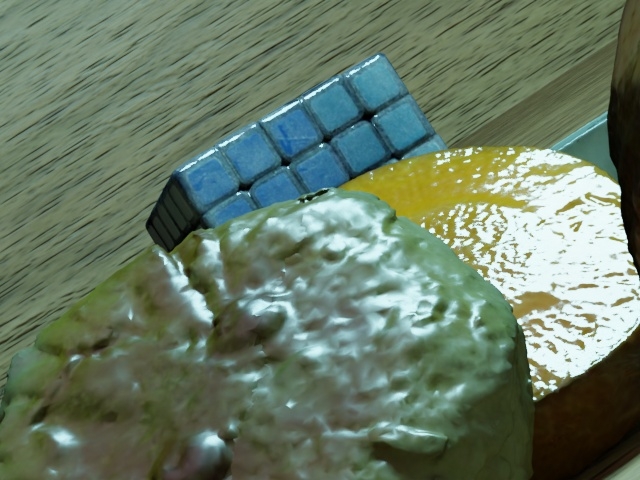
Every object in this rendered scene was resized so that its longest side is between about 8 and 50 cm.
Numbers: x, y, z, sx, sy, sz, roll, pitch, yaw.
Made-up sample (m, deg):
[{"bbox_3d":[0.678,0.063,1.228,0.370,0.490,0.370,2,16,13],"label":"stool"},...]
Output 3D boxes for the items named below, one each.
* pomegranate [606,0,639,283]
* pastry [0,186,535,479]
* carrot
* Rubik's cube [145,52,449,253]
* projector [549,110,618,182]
[{"bbox_3d":[0.259,-0.053,0.703,0.322,0.322,0.322,-32,5,3],"label":"pomegranate"},{"bbox_3d":[-0.032,0.121,1.043,0.330,0.136,0.329,-15,45,15],"label":"pastry"},{"bbox_3d":[0.088,0.056,1.216,0.307,0.100,0.258,7,53,43],"label":"carrot"},{"bbox_3d":[0.000,0.000,1.828,0.237,0.237,0.238,-34,-2,-16],"label":"Rubik's cube"},{"bbox_3d":[0.239,-0.041,1.558,0.147,0.115,0.061,-32,7,-2],"label":"projector"}]
